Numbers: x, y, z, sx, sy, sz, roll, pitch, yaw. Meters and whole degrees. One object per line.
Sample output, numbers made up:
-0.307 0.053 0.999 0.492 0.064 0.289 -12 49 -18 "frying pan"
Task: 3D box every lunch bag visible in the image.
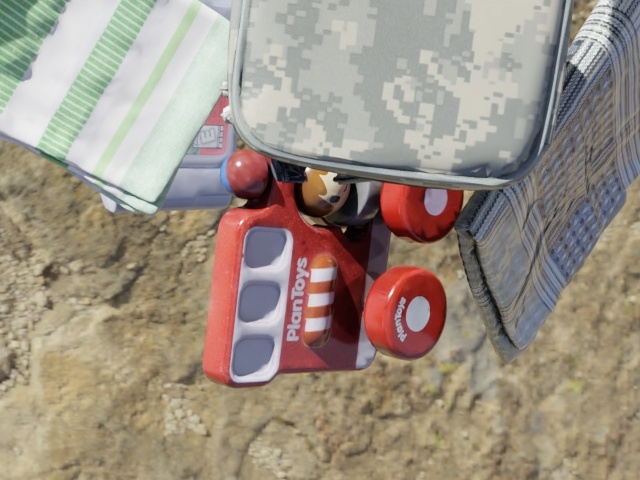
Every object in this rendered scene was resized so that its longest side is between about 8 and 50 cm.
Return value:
0.045 -0.182 0.671 0.213 0.256 0.305 5 96 -2 "lunch bag"

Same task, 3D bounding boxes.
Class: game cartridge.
-0.196 -0.180 1.239 0.196 0.060 0.294 -3 105 -32 "game cartridge"

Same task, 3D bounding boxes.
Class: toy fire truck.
0.000 0.000 1.019 0.254 0.169 0.302 3 96 -44 "toy fire truck"

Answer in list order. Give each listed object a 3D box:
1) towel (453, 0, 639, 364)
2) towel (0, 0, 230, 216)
0.252 -0.052 0.973 0.312 0.056 0.324 -55 151 -14 "towel"
-0.263 -0.198 1.061 0.325 0.038 0.248 29 92 -27 "towel"
